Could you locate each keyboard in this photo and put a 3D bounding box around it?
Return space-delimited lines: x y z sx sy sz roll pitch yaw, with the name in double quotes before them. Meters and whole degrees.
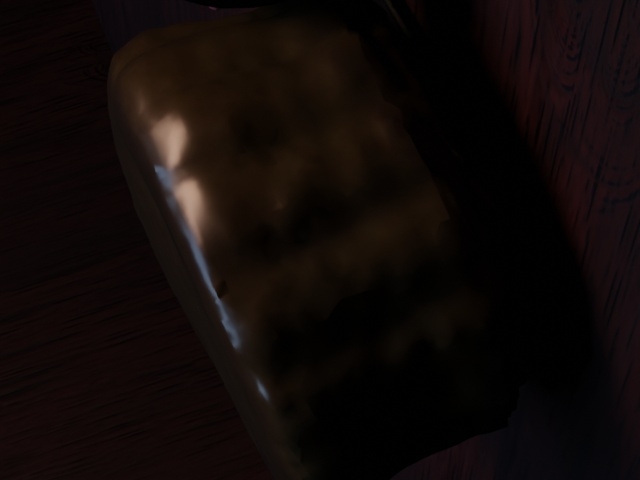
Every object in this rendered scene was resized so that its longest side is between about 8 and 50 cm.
"keyboard" 0.063 -0.100 1.281 0.094 0.025 0.230 83 165 -51

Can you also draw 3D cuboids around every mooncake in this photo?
"mooncake" -0.001 0.000 1.213 0.324 0.187 0.324 157 90 -83

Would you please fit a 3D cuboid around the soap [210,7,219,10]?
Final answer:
"soap" -0.092 -0.366 1.360 0.233 0.128 0.360 -132 25 -60

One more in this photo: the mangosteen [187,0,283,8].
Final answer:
"mangosteen" -0.056 -0.254 1.146 0.250 0.211 0.211 -117 12 -59
